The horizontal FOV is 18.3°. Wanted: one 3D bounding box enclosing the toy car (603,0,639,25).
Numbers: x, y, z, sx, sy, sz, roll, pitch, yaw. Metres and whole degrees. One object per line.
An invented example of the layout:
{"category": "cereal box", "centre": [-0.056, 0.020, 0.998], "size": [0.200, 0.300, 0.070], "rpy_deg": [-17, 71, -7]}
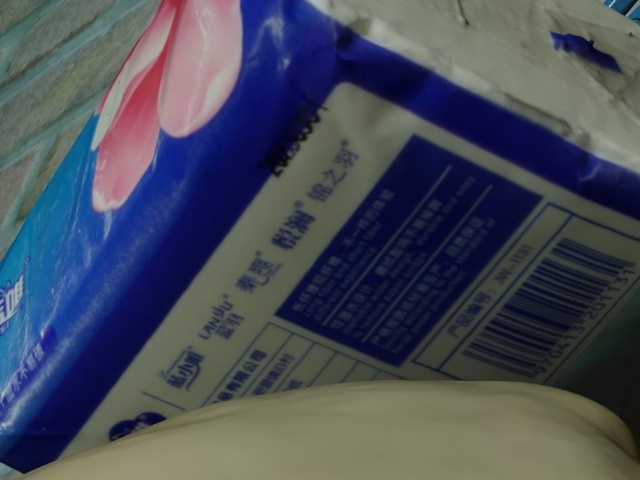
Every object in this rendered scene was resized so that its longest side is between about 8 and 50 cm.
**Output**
{"category": "toy car", "centre": [0.159, -0.061, 0.868], "size": [0.097, 0.100, 0.191], "rpy_deg": [-49, 22, 8]}

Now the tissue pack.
{"category": "tissue pack", "centre": [0.000, 0.000, 0.814], "size": [0.270, 0.209, 0.137], "rpy_deg": [-54, 22, 33]}

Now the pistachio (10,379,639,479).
{"category": "pistachio", "centre": [-0.046, 0.208, 0.672], "size": [0.445, 0.281, 0.365], "rpy_deg": [-29, 10, 22]}
